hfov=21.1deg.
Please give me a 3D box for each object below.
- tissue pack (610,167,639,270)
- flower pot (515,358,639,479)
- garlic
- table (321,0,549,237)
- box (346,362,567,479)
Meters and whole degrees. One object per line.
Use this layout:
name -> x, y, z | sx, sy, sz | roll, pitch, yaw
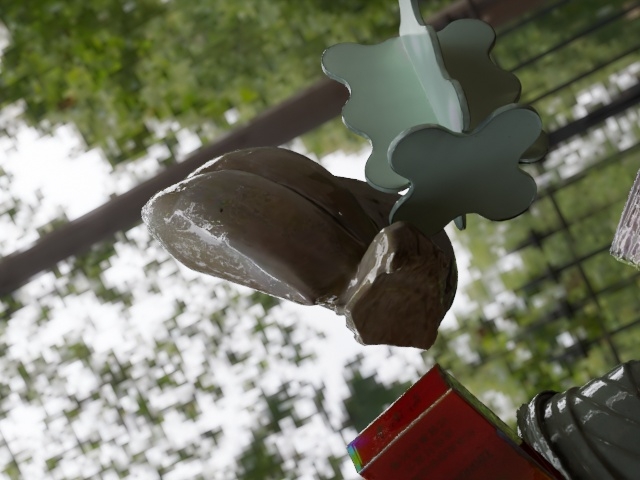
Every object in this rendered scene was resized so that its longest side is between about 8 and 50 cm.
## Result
tissue pack -> 0.436, -0.032, 1.890 | 0.235, 0.173, 0.073 | 15, -172, -42
flower pot -> 0.325, 0.213, 1.750 | 0.235, 0.140, 0.235 | 36, -157, -18
garlic -> -0.001, 0.001, 1.565 | 0.279, 0.132, 0.325 | 18, -172, -46
table -> 0.100, -0.125, 1.529 | 0.166, 0.166, 0.198 | 45, -161, -46
box -> 0.121, 0.197, 1.468 | 0.175, 0.112, 0.048 | 43, -171, -27
